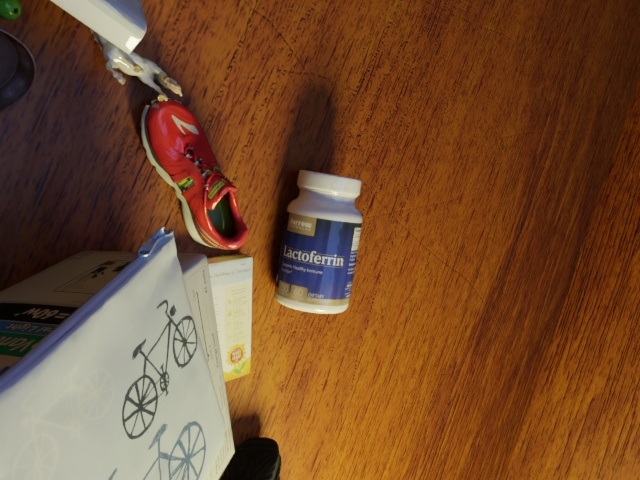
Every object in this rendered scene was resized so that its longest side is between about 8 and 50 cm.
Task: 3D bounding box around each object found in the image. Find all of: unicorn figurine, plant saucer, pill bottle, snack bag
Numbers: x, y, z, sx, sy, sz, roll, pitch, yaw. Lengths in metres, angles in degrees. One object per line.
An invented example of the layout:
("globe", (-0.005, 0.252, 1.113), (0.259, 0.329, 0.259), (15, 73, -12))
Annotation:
("unicorn figurine", (-0.280, -0.265, 0.765), (0.060, 0.111, 0.162), (-40, 151, 2))
("plant saucer", (-0.429, -0.203, 0.615), (0.168, 0.168, 0.029), (-15, 72, -39))
("pill bottle", (0.000, 0.000, 1.040), (0.153, 0.153, 0.264), (3, 98, -43))
("snack bag", (-0.198, 0.199, 0.539), (0.323, 0.037, 0.342), (-64, 150, -61))

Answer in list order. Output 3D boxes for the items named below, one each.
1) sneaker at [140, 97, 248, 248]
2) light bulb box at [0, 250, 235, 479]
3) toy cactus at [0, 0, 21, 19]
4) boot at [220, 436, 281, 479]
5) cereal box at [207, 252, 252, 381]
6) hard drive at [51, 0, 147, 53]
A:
("sneaker", (-0.189, -0.105, 0.862), (0.107, 0.118, 0.279), (-41, 125, -29))
("light bulb box", (-0.297, 0.236, 0.672), (0.361, 0.225, 0.357), (-50, 138, -67))
("toy cactus", (-0.455, -0.304, 0.571), (0.219, 0.112, 0.180), (45, 62, -30))
("boot", (-0.135, 0.588, 1.004), (0.348, 0.131, 0.260), (-48, 135, -64))
("cereal box", (-0.207, 0.150, 0.960), (0.173, 0.047, 0.240), (-7, 105, -41))
("hard drive", (-0.362, -0.371, 0.571), (0.047, 0.233, 0.353), (-42, 135, 17))
